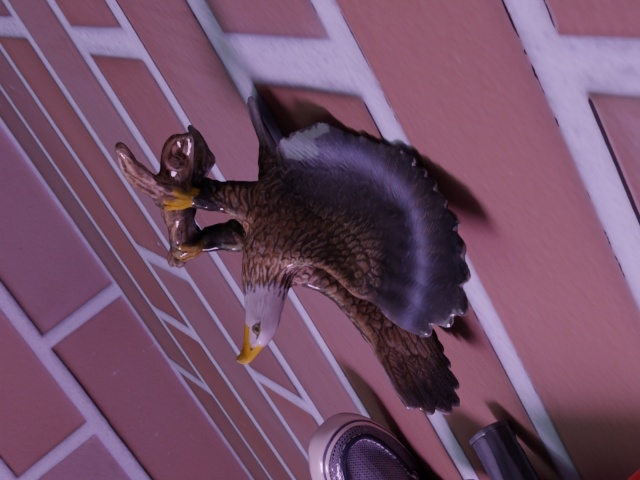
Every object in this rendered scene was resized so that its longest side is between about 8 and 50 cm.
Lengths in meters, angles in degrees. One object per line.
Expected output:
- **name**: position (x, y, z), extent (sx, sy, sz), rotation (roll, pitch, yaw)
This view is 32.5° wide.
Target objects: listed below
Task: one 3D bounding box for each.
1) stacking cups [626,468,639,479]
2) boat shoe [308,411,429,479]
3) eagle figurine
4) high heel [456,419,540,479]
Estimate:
- **stacking cups**: position (0.334, 0.276, 0.746), extent (0.316, 0.096, 0.096), rotation (46, 162, 30)
- **boat shoe**: position (0.127, 0.346, 1.340), extent (0.158, 0.127, 0.340), rotation (13, 147, 52)
- **eagle figurine**: position (-0.003, 0.011, 0.933), extent (0.298, 0.225, 0.226), rotation (14, -166, 15)
- **high heel**: position (0.164, 0.315, 1.068), extent (0.186, 0.093, 0.261), rotation (64, 151, 29)
